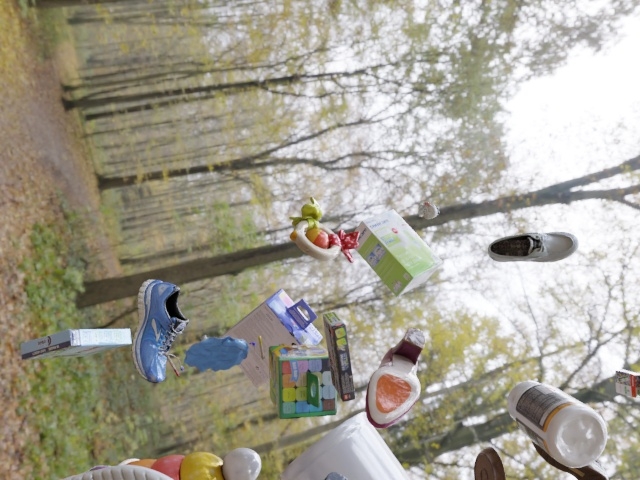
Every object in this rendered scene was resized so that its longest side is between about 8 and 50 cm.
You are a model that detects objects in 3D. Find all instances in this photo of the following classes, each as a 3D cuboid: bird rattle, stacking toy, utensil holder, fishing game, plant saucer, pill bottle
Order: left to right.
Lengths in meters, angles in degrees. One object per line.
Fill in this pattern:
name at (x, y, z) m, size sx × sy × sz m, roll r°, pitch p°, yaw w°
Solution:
stacking toy at (-0.404, 0.797, 1.915) m, size 0.351 × 0.479 × 0.351 m, roll 60°, pitch 11°, yaw -19°
fishing game at (-0.288, 0.306, 1.661) m, size 0.189 × 0.264 × 0.041 m, roll 82°, pitch -5°, yaw -52°
bird rattle at (0.000, 0.000, 1.939) m, size 0.253 × 0.207 × 0.143 m, roll 45°, pitch -55°, yaw 0°
utensil holder at (0.121, 0.767, 1.788) m, size 0.385 × 0.327 × 0.328 m, roll 51°, pitch -27°, yaw 22°
plant saucer at (0.490, 0.692, 1.765) m, size 0.168 × 0.029 × 0.169 m, roll -176°, pitch -90°, yaw -79°
pill bottle at (0.626, 0.483, 1.630) m, size 0.278 × 0.162 × 0.162 m, roll -150°, pitch -131°, yaw -82°

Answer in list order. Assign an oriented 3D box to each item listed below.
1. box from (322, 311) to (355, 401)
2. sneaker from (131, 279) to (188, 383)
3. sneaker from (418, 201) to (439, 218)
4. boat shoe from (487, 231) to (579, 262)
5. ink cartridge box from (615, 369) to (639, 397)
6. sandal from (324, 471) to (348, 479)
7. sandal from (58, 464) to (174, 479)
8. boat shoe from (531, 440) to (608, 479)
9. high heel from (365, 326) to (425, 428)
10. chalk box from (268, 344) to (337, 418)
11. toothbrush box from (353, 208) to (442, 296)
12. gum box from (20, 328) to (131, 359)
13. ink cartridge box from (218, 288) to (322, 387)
box at (0.048, 0.302, 1.575) m, size 0.114 × 0.036 × 0.207 m, roll -139°, pitch -140°, yaw -72°
sneaker at (-0.508, 0.293, 1.930) m, size 0.130 × 0.147 × 0.330 m, roll 10°, pitch 82°, yaw -76°
sneaker at (0.400, -0.110, 2.160) m, size 0.158 × 0.064 × 0.061 m, roll -135°, pitch -133°, yaw -78°
boat shoe at (0.546, 0.019, 1.553) m, size 0.081 × 0.227 × 0.079 m, roll 20°, pitch 65°, yaw -67°
ink cartridge box at (0.850, 0.391, 1.632) m, size 0.115 × 0.029 × 0.063 m, roll 171°, pitch -84°, yaw -78°
sandal at (0.074, 0.677, 1.425) m, size 0.054 × 0.097 × 0.255 m, roll -47°, pitch -115°, yaw 33°
sandal at (-0.429, 0.528, 1.214) m, size 0.102 × 0.416 × 0.170 m, roll 0°, pitch 83°, yaw -73°
boat shoe at (0.783, 0.679, 1.906) m, size 0.257 × 0.095 × 0.095 m, roll 38°, pitch -62°, yaw 8°
high heel at (0.180, 0.388, 1.545) m, size 0.127 × 0.377 × 0.181 m, roll 30°, pitch -57°, yaw 12°
chalk box at (-0.053, 0.429, 1.828) m, size 0.289 × 0.179 × 0.180 m, roll 176°, pitch -87°, yaw -79°
toothbrush box at (0.275, 0.041, 2.219) m, size 0.283 × 0.206 × 0.122 m, roll 49°, pitch -49°, yaw 20°
gum box at (-0.565, 0.240, 1.401) m, size 0.184 × 0.156 × 0.041 m, roll 15°, pitch 61°, yaw -64°
ink cartridge box at (-0.185, 0.383, 2.422) m, size 0.395 × 0.151 × 0.270 m, roll -39°, pitch -89°, yaw 33°
